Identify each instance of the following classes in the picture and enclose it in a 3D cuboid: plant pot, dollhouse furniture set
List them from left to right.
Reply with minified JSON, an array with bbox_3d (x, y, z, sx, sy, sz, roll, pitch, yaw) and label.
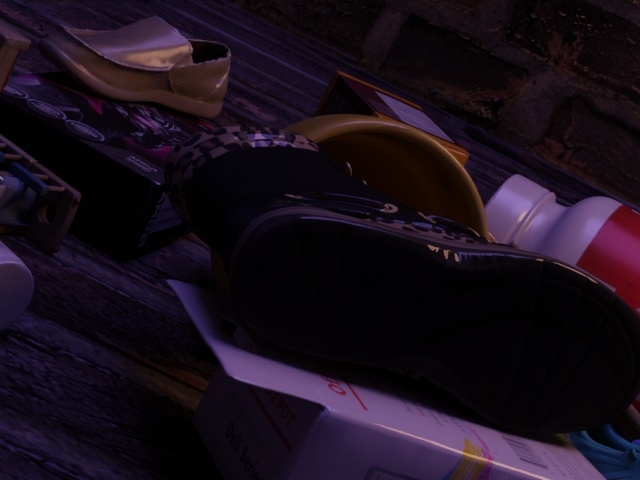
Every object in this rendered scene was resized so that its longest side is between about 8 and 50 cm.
[{"bbox_3d":[-0.284,-0.098,1.483,0.129,0.184,0.129,34,16,27],"label":"dollhouse furniture set"},{"bbox_3d":[0.000,0.000,1.590,0.254,0.254,0.239,21,-1,-22],"label":"plant pot"}]

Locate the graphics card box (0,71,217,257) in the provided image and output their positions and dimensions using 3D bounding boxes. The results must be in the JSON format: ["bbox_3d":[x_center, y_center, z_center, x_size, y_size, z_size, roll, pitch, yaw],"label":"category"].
[{"bbox_3d":[-0.223,-0.095,1.777,0.232,0.094,0.371,30,15,10],"label":"graphics card box"}]

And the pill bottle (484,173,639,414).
[{"bbox_3d":[0.358,0.094,1.882,0.407,0.229,0.229,30,14,15],"label":"pill bottle"}]

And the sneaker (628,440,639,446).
[{"bbox_3d":[0.351,0.247,1.677,0.082,0.069,0.209,8,19,-11],"label":"sneaker"}]

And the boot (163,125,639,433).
[{"bbox_3d":[0.060,0.023,1.330,0.377,0.138,0.284,14,13,-27],"label":"boot"}]

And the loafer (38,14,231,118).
[{"bbox_3d":[-0.202,-0.208,1.839,0.102,0.092,0.268,36,16,34],"label":"loafer"}]

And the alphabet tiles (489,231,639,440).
[{"bbox_3d":[0.219,0.092,1.680,0.285,0.011,0.342,51,-8,4],"label":"alphabet tiles"}]

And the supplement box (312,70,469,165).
[{"bbox_3d":[0.057,-0.076,2.014,0.129,0.191,0.194,21,14,-22],"label":"supplement box"}]

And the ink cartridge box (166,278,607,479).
[{"bbox_3d":[0.036,0.162,1.262,0.353,0.119,0.207,21,12,-24],"label":"ink cartridge box"}]

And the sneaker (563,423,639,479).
[{"bbox_3d":[0.295,0.239,1.493,0.107,0.110,0.275,14,20,-43],"label":"sneaker"}]

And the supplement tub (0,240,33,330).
[{"bbox_3d":[-0.284,0.019,1.298,0.071,0.071,0.107,10,22,-50],"label":"supplement tub"}]
